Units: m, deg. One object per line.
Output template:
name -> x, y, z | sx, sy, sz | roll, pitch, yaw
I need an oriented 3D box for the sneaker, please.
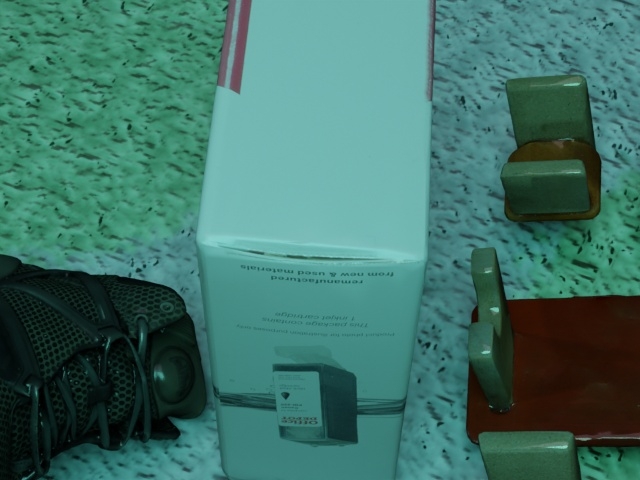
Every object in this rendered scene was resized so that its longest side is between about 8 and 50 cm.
sneaker -> -0.120, 0.067, 0.631 | 0.130, 0.087, 0.227 | 3, 15, -1

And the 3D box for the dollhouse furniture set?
dollhouse furniture set -> 0.198, 0.059, 0.660 | 0.259, 0.135, 0.262 | -2, 56, 16

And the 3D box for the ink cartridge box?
ink cartridge box -> 0.000, 0.000, 0.634 | 0.092, 0.218, 0.158 | 5, 57, 0
